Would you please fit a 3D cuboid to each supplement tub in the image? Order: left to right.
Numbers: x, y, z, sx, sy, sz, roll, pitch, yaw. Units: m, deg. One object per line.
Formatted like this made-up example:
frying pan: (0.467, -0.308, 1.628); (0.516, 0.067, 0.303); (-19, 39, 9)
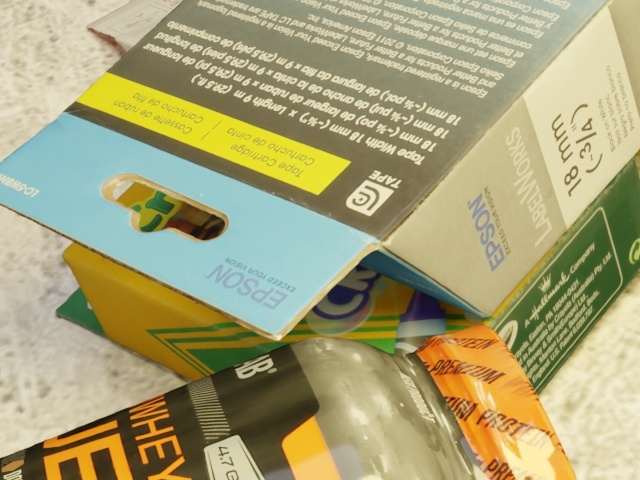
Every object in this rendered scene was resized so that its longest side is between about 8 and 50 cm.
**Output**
supplement tub: (-0.055, 0.170, 0.770); (0.338, 0.207, 0.207); (-21, 38, -5)

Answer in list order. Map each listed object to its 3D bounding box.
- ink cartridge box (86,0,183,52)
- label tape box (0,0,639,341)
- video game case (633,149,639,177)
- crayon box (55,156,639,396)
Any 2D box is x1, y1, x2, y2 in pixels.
ink cartridge box: (-0.055, -0.164, 1.316); (0.181, 0.056, 0.224); (-31, 22, -16)
label tape box: (0.020, -0.066, 0.959); (0.240, 0.106, 0.334); (23, 59, 40)
video game case: (0.175, -0.046, 1.096); (0.166, 0.015, 0.119); (5, 43, 26)
crayon box: (0.000, 0.000, 1.042); (0.323, 0.083, 0.203); (21, 57, 39)
